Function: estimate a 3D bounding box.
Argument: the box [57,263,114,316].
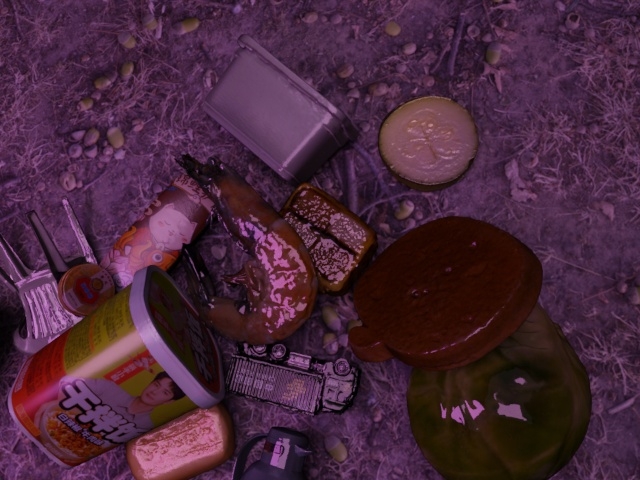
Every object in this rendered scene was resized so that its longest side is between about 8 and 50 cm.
[{"bbox_3d":[-0.466,0.099,1.161,0.037,0.105,0.106,-15,71,45],"label":"box"}]

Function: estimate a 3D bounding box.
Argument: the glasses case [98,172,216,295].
[{"bbox_3d":[-0.341,-0.007,1.255,0.122,0.082,0.321,39,81,3],"label":"glasses case"}]

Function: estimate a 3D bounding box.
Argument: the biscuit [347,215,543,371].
[{"bbox_3d":[0.201,0.100,1.053,0.350,0.394,0.070,-39,114,2],"label":"biscuit"}]

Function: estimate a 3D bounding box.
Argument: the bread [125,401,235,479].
[{"bbox_3d":[-0.271,0.394,1.149,0.217,0.098,0.148,-19,79,1],"label":"bread"}]

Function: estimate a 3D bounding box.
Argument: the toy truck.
[{"bbox_3d":[-0.052,0.275,1.161,0.258,0.088,0.121,12,77,10],"label":"toy truck"}]

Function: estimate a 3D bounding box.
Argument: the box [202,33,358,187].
[{"bbox_3d":[-0.098,-0.266,1.258,0.311,0.175,0.182,41,92,13],"label":"box"}]

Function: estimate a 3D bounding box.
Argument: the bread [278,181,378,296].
[{"bbox_3d":[0.000,0.000,1.217,0.222,0.096,0.181,39,81,14],"label":"bread"}]

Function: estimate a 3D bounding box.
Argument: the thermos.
[{"bbox_3d":[-0.105,0.496,1.095,0.182,0.145,0.287,3,72,41],"label":"thermos"}]

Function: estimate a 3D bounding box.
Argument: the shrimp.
[{"bbox_3d":[-0.186,0.010,1.176,0.272,0.085,0.445,-38,77,15],"label":"shrimp"}]

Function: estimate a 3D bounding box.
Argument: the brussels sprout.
[{"bbox_3d":[0.317,0.257,1.031,0.289,0.281,0.355,-16,52,33],"label":"brussels sprout"}]

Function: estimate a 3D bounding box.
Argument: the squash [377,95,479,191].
[{"bbox_3d":[0.235,-0.216,1.274,0.219,0.041,0.220,-2,72,8],"label":"squash"}]

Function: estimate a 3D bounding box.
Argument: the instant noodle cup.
[{"bbox_3d":[-0.377,0.246,1.089,0.307,0.294,0.294,-32,76,1],"label":"instant noodle cup"}]

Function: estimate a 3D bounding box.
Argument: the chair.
[{"bbox_3d":[-0.584,0.077,1.220,0.203,0.190,0.275,-24,104,1],"label":"chair"}]
